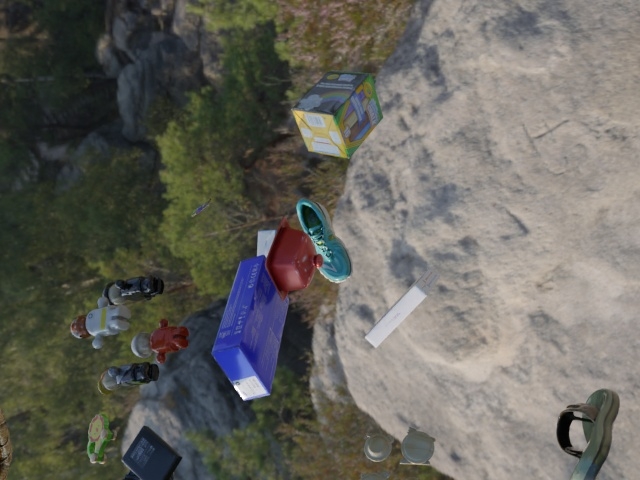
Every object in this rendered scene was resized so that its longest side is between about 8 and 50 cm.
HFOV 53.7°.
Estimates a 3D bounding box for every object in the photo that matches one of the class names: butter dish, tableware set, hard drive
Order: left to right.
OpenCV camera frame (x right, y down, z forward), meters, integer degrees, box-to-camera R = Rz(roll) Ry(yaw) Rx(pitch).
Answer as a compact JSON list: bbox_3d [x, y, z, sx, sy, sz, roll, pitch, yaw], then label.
[{"bbox_3d":[-0.387,0.500,1.445,0.135,0.022,0.094,25,77,36],"label":"hard drive"},{"bbox_3d":[-0.050,0.047,1.535,0.118,0.160,0.160,3,140,20],"label":"butter dish"},{"bbox_3d":[0.143,0.437,1.209,0.141,0.169,0.020,1,144,20],"label":"tableware set"}]

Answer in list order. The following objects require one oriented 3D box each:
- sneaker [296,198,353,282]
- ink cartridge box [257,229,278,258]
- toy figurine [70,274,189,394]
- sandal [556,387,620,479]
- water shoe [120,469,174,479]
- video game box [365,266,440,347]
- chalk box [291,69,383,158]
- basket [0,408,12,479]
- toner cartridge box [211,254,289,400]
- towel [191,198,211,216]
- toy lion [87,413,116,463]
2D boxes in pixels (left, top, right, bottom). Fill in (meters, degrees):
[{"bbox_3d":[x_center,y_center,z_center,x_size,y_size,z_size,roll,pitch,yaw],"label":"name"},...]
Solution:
[{"bbox_3d":[0.000,0.000,1.835,0.107,0.110,0.275,-31,73,8],"label":"sneaker"},{"bbox_3d":[-0.106,0.046,2.086,0.078,0.231,0.134,-4,80,36],"label":"ink cartridge box"},{"bbox_3d":[-0.407,0.196,1.340,0.148,0.209,0.213,-13,111,24],"label":"toy figurine"},{"bbox_3d":[0.444,0.321,1.069,0.086,0.302,0.120,18,103,26],"label":"sandal"},{"bbox_3d":[-0.463,0.607,1.573,0.080,0.203,0.073,26,104,35],"label":"water shoe"},{"bbox_3d":[0.219,0.172,1.662,0.048,0.187,0.205,44,114,10],"label":"video game box"},{"bbox_3d":[0.057,-0.319,1.521,0.132,0.213,0.132,16,144,37],"label":"chalk box"},{"bbox_3d":[-0.521,0.349,0.823,0.223,0.299,0.213,40,125,-24],"label":"basket"},{"bbox_3d":[-0.163,0.204,1.556,0.075,0.348,0.165,-16,121,16],"label":"toner cartridge box"},{"bbox_3d":[-0.418,-0.117,2.221,0.083,0.060,0.009,-34,110,11],"label":"towel"},{"bbox_3d":[-0.546,0.482,1.553,0.096,0.034,0.100,21,87,45],"label":"toy lion"}]
